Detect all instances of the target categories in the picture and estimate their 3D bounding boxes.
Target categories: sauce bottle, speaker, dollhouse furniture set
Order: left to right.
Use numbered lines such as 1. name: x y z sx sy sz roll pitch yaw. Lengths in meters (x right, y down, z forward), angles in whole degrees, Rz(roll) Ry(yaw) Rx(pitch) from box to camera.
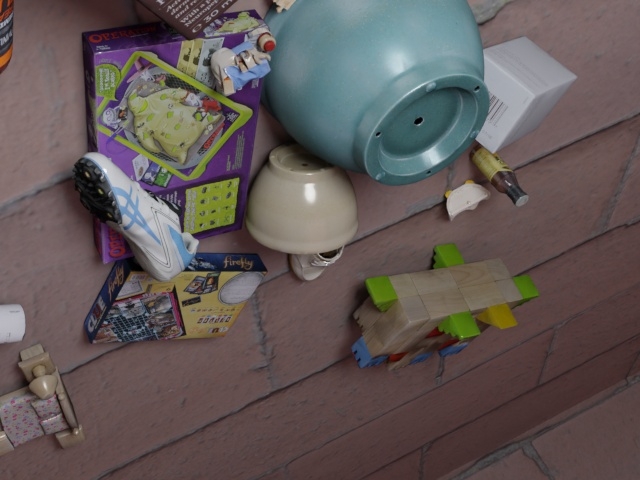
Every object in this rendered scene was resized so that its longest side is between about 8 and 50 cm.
1. speaker: -0.470 0.115 1.116 0.136 0.055 0.055 -2 137 -38
2. dollhouse furniture set: -0.515 0.328 1.252 0.303 0.173 0.355 -20 145 -16
3. sauce bottle: 0.297 -0.108 1.384 0.042 0.128 0.042 -23 147 -16

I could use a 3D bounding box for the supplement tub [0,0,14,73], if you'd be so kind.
1. supplement tub: -0.331 -0.214 0.753 0.106 0.106 0.197 -11 142 -29

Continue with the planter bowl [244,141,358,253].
1. planter bowl: -0.024 -0.070 1.160 0.162 0.162 0.109 -14 126 -25

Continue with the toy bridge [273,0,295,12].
1. toy bridge: 0.009 -0.326 0.920 0.026 0.063 0.188 14 126 -48

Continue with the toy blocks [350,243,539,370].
1. toy blocks: 0.201 0.159 1.642 0.382 0.190 0.261 -7 151 -34

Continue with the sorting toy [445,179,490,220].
1. sorting toy: 0.254 -0.063 1.490 0.083 0.044 0.075 -28 154 -7

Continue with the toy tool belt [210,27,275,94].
1. toy tool belt: -0.080 -0.198 0.947 0.083 0.051 0.052 -30 147 -4

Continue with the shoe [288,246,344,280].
1. shoe: 0.000 0.000 1.345 0.077 0.058 0.219 -13 143 -26

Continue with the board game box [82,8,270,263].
1. board game box: -0.184 -0.120 1.051 0.208 0.056 0.346 -18 145 -27

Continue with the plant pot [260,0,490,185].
1. plant pot: 0.086 -0.192 1.038 0.293 0.196 0.293 -21 146 -15

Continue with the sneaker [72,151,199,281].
1. sneaker: -0.224 -0.037 1.027 0.086 0.085 0.237 -52 147 -18

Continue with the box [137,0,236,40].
1. box: -0.129 -0.308 0.636 0.191 0.143 0.381 -37 170 8

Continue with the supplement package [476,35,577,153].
1. supplement package: 0.269 -0.211 1.193 0.179 0.105 0.105 -28 155 -50

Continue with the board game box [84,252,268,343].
1. board game box: -0.222 0.088 1.295 0.243 0.042 0.165 3 134 -42
